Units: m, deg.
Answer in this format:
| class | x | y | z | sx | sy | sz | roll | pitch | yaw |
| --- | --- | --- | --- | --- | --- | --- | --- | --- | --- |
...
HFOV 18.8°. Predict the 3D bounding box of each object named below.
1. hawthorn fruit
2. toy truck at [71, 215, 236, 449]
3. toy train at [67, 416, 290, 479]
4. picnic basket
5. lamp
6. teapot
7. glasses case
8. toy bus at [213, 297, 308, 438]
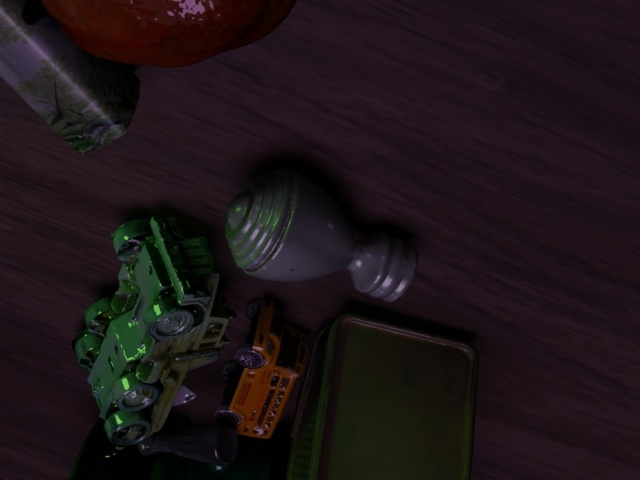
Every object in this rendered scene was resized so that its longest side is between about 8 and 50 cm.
| class | x | y | z | sx | sy | sz | roll | pitch | yaw |
| --- | --- | --- | --- | --- | --- | --- | --- | --- | --- |
| hawthorn fruit | -0.142 | -0.233 | 1.534 | 0.253 | 0.205 | 0.205 | -1 | 136 | 23 |
| toy truck | -0.154 | 0.087 | 1.938 | 0.135 | 0.128 | 0.259 | -9 | 144 | -24 |
| toy train | -0.106 | 0.310 | 2.114 | 0.429 | 0.178 | 0.249 | -6 | 123 | 18 |
| picnic basket | 0.055 | 0.216 | 1.911 | 0.165 | 0.266 | 0.139 | 13 | 144 | -8 |
| lamp | 0.000 | 0.000 | 1.818 | 0.193 | 0.106 | 0.106 | 20 | 137 | -23 |
| teapot | -0.141 | 0.211 | 2.014 | 0.111 | 0.042 | 0.043 | -2 | 137 | 31 |
| glasses case | -0.263 | -0.199 | 1.661 | 0.062 | 0.095 | 0.272 | -23 | 128 | 29 |
| toy bus | -0.059 | 0.133 | 1.983 | 0.074 | 0.069 | 0.162 | 16 | 138 | -6 |
